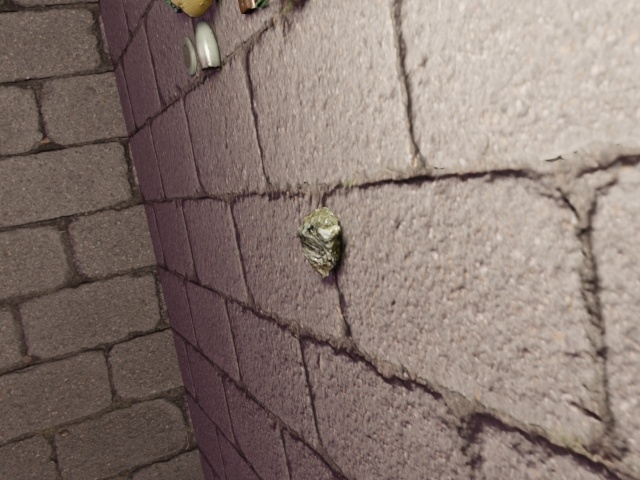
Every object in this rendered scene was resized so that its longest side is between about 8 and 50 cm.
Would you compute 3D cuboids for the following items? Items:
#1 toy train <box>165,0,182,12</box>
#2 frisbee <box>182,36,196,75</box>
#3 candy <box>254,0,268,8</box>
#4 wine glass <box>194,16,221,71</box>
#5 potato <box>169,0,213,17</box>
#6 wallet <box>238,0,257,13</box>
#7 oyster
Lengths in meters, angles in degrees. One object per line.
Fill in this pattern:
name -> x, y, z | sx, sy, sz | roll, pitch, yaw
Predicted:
toy train -> -0.377, -0.693, 1.740 | 0.099, 0.070, 0.172 | 22, 122, 54
frisbee -> -0.382, -0.535, 1.906 | 0.110, 0.014, 0.110 | 167, 90, -68
candy -> -0.083, -0.459, 1.200 | 0.262, 0.073, 0.077 | -160, 77, -72
wine glass -> -0.296, -0.526, 1.645 | 0.066, 0.066, 0.198 | 2, 105, 67
potato -> -0.280, -0.620, 1.488 | 0.117, 0.182, 0.202 | -8, 106, 25
wallet -> -0.162, -0.562, 1.357 | 0.095, 0.026, 0.176 | -161, 60, -67
oyster -> 0.000, 0.000, 1.254 | 0.125, 0.064, 0.177 | 57, 153, 31
